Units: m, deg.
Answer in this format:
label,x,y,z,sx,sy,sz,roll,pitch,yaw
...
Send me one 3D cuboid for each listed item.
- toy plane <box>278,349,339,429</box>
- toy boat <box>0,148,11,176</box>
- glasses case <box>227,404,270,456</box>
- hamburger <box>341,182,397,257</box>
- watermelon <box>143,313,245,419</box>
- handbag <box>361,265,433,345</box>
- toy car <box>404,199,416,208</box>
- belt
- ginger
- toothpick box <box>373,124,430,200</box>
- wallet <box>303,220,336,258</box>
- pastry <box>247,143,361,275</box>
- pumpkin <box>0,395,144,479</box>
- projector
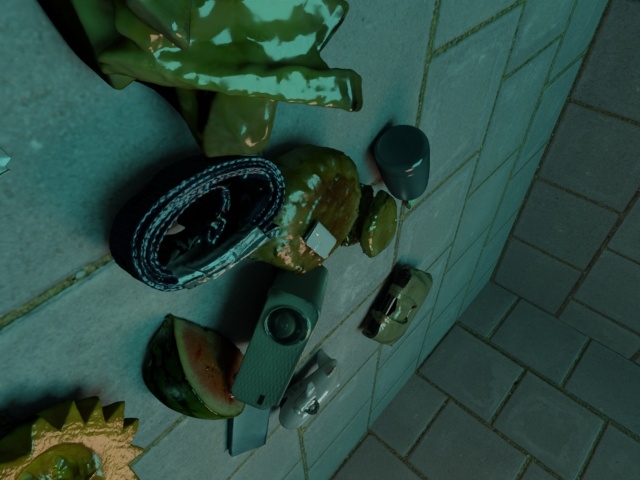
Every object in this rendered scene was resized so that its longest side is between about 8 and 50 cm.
label,x,y,z,sx,sy,sz,roll,pitch,yaw
toy plane,-0.034,0.448,1.311,0.244,0.117,0.244,-46,169,-12
toy boat,-0.353,-0.039,0.380,0.149,0.034,0.105,-51,154,-9
glasses case,-0.190,0.456,1.146,0.105,0.056,0.266,-9,130,-24
hamburger,0.095,-0.056,0.983,0.185,0.131,0.159,-37,138,-44
watermelon,-0.241,0.268,0.835,0.129,0.159,0.303,-18,150,9
handbag,0.278,0.238,1.589,0.253,0.109,0.315,21,101,-57
toy car,0.257,-0.133,1.248,0.059,0.035,0.122,-52,160,-8
belt,-0.165,-0.033,0.595,0.230,0.126,0.139,-40,124,-27
ginger,-0.073,-0.283,0.395,0.358,0.211,0.413,-51,151,-16
toothpick box,0.196,-0.171,1.025,0.120,0.120,0.184,-53,155,-7
wallet,0.000,0.000,0.747,0.044,0.011,0.083,-58,149,-6
pastry,-0.032,-0.057,0.785,0.235,0.121,0.257,-62,150,1
pumpkin,-0.388,0.296,0.633,0.254,0.149,0.130,46,36,-57
projector,-0.079,0.175,0.879,0.198,0.108,0.250,-74,-172,-71
